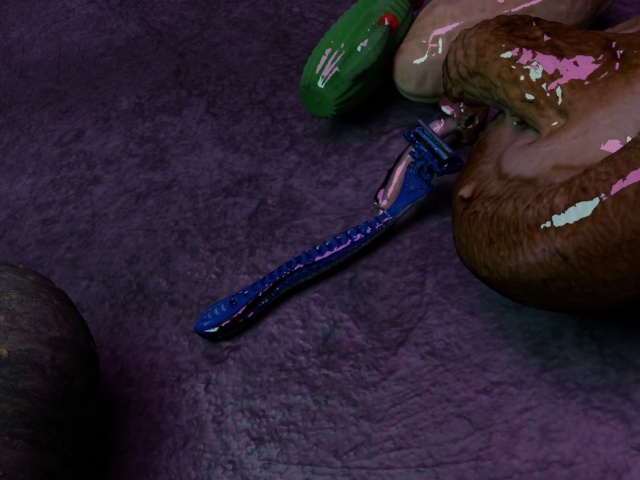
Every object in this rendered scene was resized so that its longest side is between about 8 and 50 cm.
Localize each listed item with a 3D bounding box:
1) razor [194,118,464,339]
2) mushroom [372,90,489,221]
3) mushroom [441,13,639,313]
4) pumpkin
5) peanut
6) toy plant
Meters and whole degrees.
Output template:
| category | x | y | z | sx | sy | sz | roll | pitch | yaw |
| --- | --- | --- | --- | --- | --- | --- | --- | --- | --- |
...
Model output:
| category | x | y | z | sx | sy | sz | roll | pitch | yaw |
| --- | --- | --- | --- | --- | --- | --- | --- | --- | --- |
| razor | 0.007 | 0.007 | 0.897 | 0.324 | 0.056 | 0.093 | -38 | 36 | 4 |
| mushroom | 0.117 | -0.091 | 0.946 | 0.060 | 0.061 | 0.187 | 36 | 83 | 32 |
| mushroom | 0.272 | -0.082 | 0.742 | 0.345 | 0.239 | 0.345 | -24 | 52 | 35 |
| pumpkin | -0.369 | 0.161 | 0.795 | 0.328 | 0.257 | 0.291 | 0 | 64 | 15 |
| peanut | 0.205 | -0.249 | 0.994 | 0.275 | 0.111 | 0.125 | -23 | 66 | 1 |
| toy plant | 0.052 | -0.241 | 1.052 | 0.154 | 0.088 | 0.240 | -40 | 16 | 41 |
